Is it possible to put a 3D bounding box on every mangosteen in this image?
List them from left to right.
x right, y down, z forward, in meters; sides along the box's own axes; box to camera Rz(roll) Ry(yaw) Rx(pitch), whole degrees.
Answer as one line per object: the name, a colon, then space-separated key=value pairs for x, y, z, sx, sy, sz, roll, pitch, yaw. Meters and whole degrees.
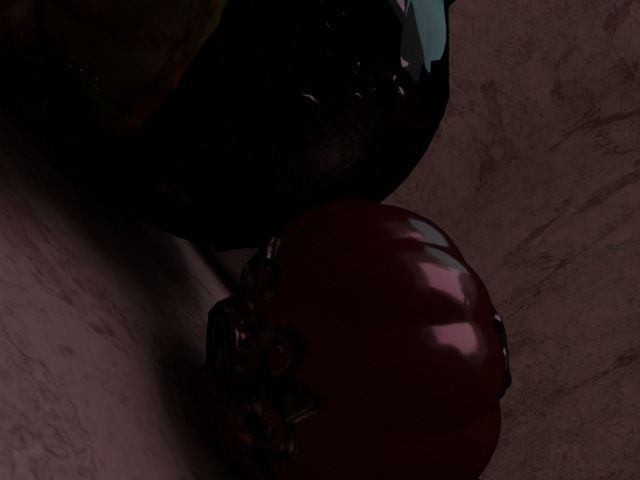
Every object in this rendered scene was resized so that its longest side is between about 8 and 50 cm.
mangosteen: x=-0.070 y=-0.183 z=0.499 sx=0.381 sy=0.381 sz=0.421 roll=54 pitch=2 yaw=26

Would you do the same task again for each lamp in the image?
lamp: x=0.018 y=0.084 z=0.398 sx=0.226 sy=0.227 sz=0.227 roll=54 pitch=0 yaw=-1

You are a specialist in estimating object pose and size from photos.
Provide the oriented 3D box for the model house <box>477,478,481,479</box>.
model house: x=0.220 y=0.451 z=1.024 sx=0.152 sy=0.106 sz=0.165 roll=-149 pitch=-124 yaw=-61

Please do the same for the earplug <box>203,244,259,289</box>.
earplug: x=-0.064 y=0.017 z=0.782 sx=0.301 sy=0.172 sz=0.172 roll=46 pitch=2 yaw=-14
